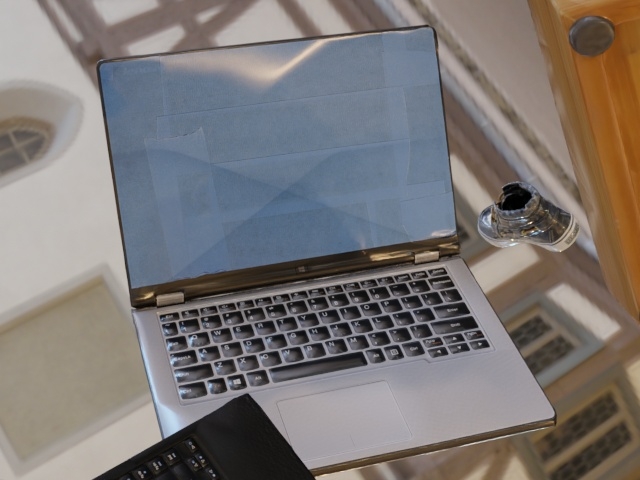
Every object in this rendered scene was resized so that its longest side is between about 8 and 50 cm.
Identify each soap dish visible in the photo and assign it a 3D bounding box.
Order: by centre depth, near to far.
[{"bbox_3d":[0.259,-0.081,0.637,0.229,0.118,0.291,-12,-54,19],"label":"soap dish"}]

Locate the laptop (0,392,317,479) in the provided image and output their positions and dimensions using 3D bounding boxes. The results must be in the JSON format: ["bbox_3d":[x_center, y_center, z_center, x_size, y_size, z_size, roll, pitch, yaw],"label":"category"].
[{"bbox_3d":[-0.058,0.212,0.690,0.234,0.264,0.136,50,-41,18],"label":"laptop"}]

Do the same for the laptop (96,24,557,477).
[{"bbox_3d":[0.000,0.000,1.078,0.408,0.382,0.236,-115,-159,-47],"label":"laptop"}]

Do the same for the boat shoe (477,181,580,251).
[{"bbox_3d":[0.235,-0.037,1.311,0.083,0.065,0.183,38,-12,-23],"label":"boat shoe"}]
